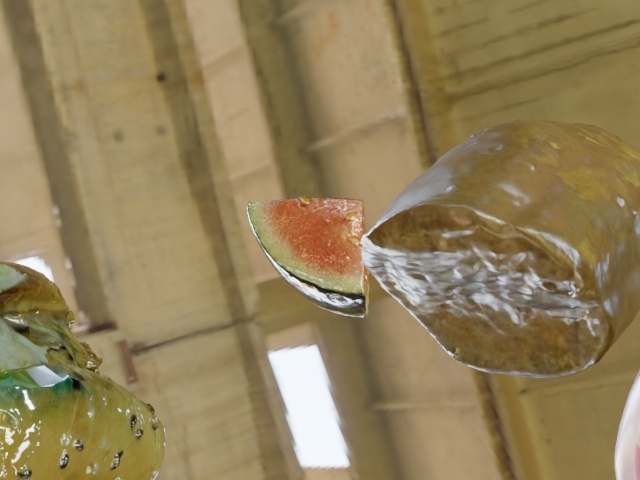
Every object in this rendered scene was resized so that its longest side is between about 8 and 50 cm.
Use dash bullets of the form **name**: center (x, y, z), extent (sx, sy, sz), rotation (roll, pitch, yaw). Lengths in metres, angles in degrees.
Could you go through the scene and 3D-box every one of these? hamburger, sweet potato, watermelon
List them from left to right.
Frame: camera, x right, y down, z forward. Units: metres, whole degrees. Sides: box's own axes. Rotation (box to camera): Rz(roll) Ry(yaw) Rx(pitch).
- **hamburger**: center (-0.206, 0.111, 0.826), extent (0.192, 0.288, 0.168), rotation (-45, -110, 28)
- **watermelon**: center (0.000, 0.000, 1.127), extent (0.135, 0.125, 0.094), rotation (36, -81, 3)
- **sweet potato**: center (0.152, -0.009, 0.904), extent (0.157, 0.369, 0.158), rotation (7, -74, 24)

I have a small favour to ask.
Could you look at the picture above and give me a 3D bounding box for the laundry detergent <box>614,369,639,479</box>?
- **laundry detergent**: center (0.253, 0.129, 0.823), extent (0.159, 0.088, 0.335), rotation (42, -32, 17)
